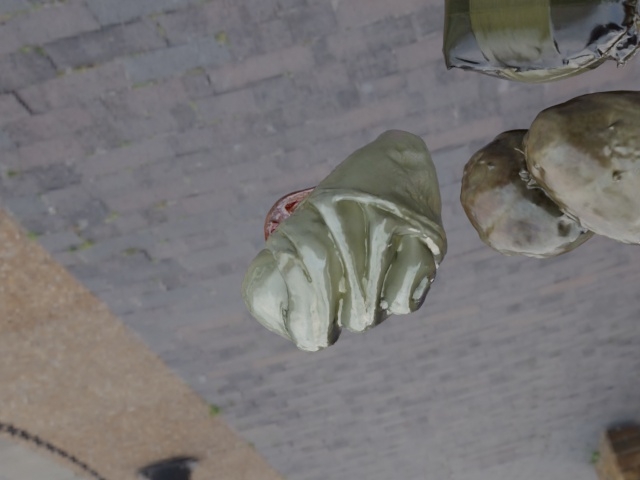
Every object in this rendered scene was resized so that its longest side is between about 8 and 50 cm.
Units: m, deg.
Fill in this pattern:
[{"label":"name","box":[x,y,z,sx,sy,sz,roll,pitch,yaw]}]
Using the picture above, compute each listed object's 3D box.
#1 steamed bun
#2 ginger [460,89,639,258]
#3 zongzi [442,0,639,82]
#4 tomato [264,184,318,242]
[{"label":"steamed bun","box":[0.060,0.025,1.629,0.352,0.247,0.339,-47,179,-45]},{"label":"ginger","box":[0.270,-0.062,1.121,0.244,0.155,0.304,5,170,-36]},{"label":"zongzi","box":[0.353,-0.276,1.354,0.317,0.154,0.289,2,-174,-43]},{"label":"tomato","box":[0.000,0.000,2.026,0.236,0.237,0.095,-12,-173,-6]}]
